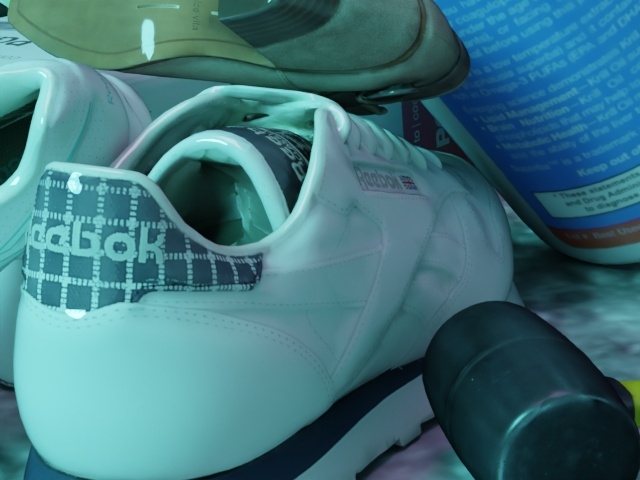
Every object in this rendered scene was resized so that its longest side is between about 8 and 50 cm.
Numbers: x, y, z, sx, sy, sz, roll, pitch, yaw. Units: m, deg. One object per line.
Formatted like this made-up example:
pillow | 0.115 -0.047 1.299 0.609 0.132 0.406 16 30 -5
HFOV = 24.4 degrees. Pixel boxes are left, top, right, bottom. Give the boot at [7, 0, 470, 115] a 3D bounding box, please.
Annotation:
boot | -0.019 -0.057 0.424 0.118 0.042 0.087 7 -7 37

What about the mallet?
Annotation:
mallet | 0.117 0.033 0.376 0.190 0.039 0.062 -6 20 -20

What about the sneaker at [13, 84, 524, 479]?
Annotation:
sneaker | 0.000 0.000 0.406 0.090 0.095 0.235 1 16 22

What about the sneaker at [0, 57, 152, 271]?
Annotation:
sneaker | -0.112 0.005 0.369 0.152 0.053 0.061 -42 -12 2

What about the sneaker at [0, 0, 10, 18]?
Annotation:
sneaker | -0.121 -0.124 0.764 0.147 0.145 0.385 48 14 14

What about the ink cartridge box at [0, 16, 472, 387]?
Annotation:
ink cartridge box | -0.070 -0.035 0.538 0.158 0.092 0.218 10 24 39

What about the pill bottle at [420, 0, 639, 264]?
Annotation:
pill bottle | 0.062 -0.104 0.473 0.124 0.221 0.124 -29 35 23
